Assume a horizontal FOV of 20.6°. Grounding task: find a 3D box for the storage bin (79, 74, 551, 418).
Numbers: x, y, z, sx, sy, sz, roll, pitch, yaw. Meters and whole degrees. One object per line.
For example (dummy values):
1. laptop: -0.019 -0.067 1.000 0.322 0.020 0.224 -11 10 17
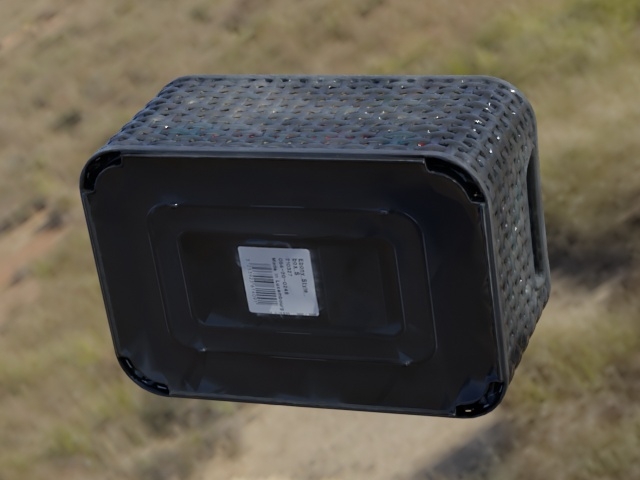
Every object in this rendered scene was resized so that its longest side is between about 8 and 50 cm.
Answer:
1. storage bin: 0.000 0.000 0.763 0.180 0.122 0.084 2 28 20
